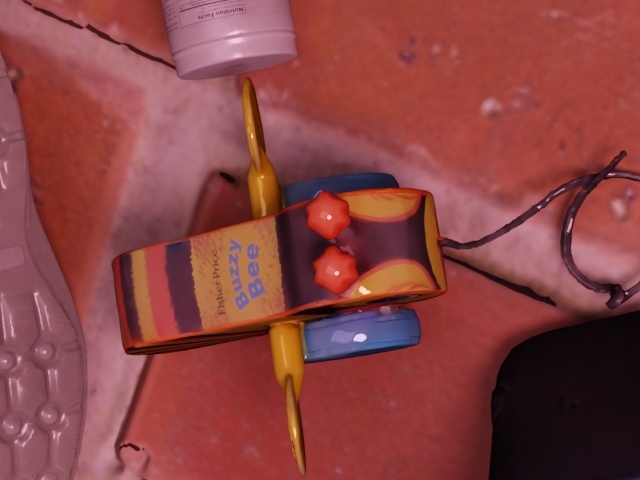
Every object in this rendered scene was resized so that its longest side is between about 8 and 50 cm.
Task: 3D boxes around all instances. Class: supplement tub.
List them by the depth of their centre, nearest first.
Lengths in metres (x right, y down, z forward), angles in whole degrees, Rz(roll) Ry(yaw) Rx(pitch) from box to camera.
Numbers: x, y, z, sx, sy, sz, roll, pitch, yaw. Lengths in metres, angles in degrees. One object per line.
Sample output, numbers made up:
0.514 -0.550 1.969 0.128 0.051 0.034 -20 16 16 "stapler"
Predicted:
-0.055 -0.147 0.861 0.071 0.071 0.107 -11 90 23 "supplement tub"

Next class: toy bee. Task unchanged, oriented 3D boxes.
0.000 0.000 0.798 0.298 0.162 0.195 -34 73 20 "toy bee"

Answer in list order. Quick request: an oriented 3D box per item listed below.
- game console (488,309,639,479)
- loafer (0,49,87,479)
0.219 0.158 0.641 0.342 0.387 0.060 -12 131 22 "game console"
-0.212 0.022 0.932 0.111 0.112 0.320 4 102 59 "loafer"
